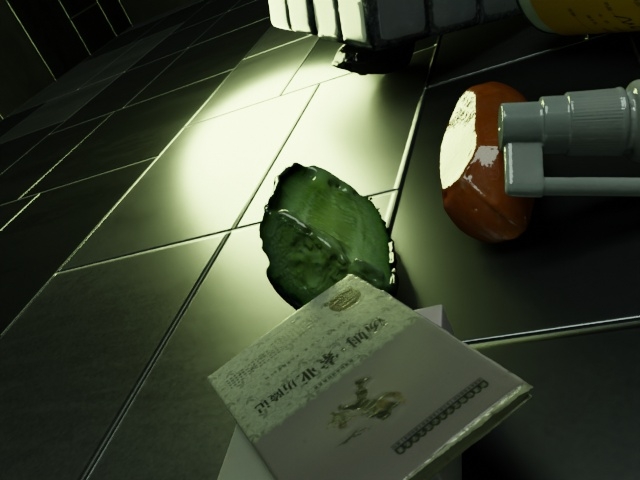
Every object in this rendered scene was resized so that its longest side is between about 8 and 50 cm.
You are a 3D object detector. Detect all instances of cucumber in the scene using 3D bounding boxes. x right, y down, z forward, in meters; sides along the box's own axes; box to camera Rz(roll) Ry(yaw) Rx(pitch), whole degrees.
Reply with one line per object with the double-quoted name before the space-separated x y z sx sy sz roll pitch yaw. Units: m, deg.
"cucumber" 0.000 0.000 0.593 0.115 0.086 0.193 20 30 -8

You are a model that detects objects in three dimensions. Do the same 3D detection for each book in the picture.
"book" 0.014 0.083 0.395 0.127 0.014 0.181 -33 28 -14

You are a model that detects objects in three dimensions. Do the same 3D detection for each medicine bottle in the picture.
"medicine bottle" 0.243 -0.072 0.492 0.220 0.061 0.092 -1 72 10

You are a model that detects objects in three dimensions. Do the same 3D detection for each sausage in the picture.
"sausage" 0.146 -0.071 0.587 0.089 0.089 0.179 -12 37 25

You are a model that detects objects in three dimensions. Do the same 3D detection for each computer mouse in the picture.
"computer mouse" 0.081 -0.267 0.994 0.099 0.057 0.172 12 34 32

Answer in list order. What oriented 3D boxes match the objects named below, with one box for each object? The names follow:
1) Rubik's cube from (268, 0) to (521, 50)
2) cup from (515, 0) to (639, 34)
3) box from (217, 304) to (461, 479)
"Rubik's cube" 0.116 -0.482 0.971 0.344 0.344 0.337 -18 27 -18
"cup" 0.350 -0.306 0.728 0.196 0.196 0.279 -36 20 -18
"box" 0.017 0.110 0.416 0.130 0.051 0.129 -14 30 20
